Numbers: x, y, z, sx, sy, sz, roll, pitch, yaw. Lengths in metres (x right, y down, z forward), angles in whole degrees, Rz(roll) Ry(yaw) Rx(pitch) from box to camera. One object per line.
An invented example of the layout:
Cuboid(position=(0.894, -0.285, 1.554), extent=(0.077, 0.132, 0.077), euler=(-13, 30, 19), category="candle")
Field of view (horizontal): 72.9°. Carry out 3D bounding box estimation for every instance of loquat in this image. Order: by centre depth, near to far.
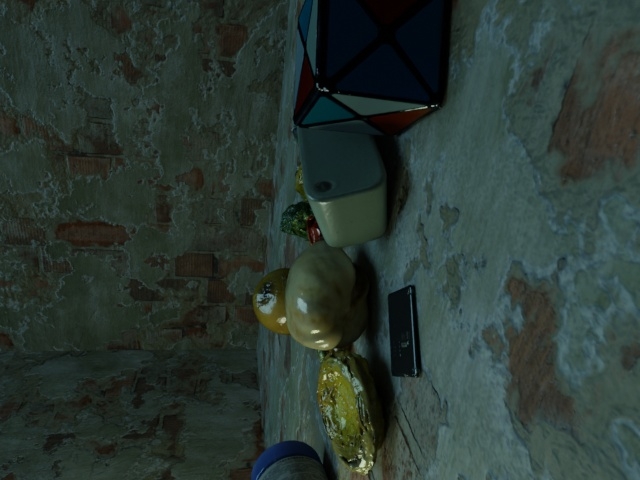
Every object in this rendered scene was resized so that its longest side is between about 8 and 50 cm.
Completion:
Cuboid(position=(-0.134, 0.237, 1.696), extent=(0.263, 0.262, 0.263), euler=(-177, 90, -77), category="loquat")

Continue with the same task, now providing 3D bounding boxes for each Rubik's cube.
Cuboid(position=(0.087, -0.364, 0.865), extent=(0.250, 0.246, 0.249), euler=(178, 95, -77), category="Rubik's cube")

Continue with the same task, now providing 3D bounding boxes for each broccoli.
Cuboid(position=(-0.075, -0.085, 1.759), extent=(0.195, 0.156, 0.195), euler=(-50, -1, -1), category="broccoli")

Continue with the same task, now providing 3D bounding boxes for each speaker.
Cuboid(position=(0.050, -0.184, 1.080), extent=(0.184, 0.183, 0.406), euler=(72, -173, -47), category="speaker")

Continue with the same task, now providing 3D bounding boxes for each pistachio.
Cuboid(position=(0.013, 0.143, 1.142), extent=(0.229, 0.237, 0.321), euler=(52, -158, -35), category="pistachio")

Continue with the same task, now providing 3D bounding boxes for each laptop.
Cuboid(position=(0.170, 0.191, 0.904), extent=(0.129, 0.016, 0.180), euler=(131, 141, -68), category="laptop")

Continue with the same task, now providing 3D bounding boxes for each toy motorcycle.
Cuboid(position=(0.001, 0.002, 1.505), extent=(0.298, 0.089, 0.171), euler=(-110, 27, -58), category="toy motorcycle")

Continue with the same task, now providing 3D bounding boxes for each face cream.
Cuboid(position=(-0.089, 0.812, 1.382), extent=(0.225, 0.248, 0.249), euler=(-148, 62, -74), category="face cream")

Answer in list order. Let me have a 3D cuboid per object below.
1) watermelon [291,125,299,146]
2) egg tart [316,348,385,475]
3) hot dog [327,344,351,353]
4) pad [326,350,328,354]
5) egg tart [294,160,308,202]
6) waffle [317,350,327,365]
Cuboid(position=(0.009, -0.402, 1.669), extent=(0.202, 0.136, 0.207), euler=(-51, -47, -40), category="watermelon")
Cuboid(position=(0.081, 0.398, 1.040), extent=(0.290, 0.106, 0.291), euler=(178, 90, -66), category="egg tart")
Cuboid(position=(0.039, 0.273, 1.332), extent=(0.250, 0.067, 0.100), euler=(-104, 20, -53), category="hot dog")
Cuboid(position=(0.027, 0.359, 1.371), extent=(0.157, 0.003, 0.112), euler=(-109, 1, -79), category="pad")
Cuboid(position=(-0.056, -0.263, 1.815), extent=(0.212, 0.090, 0.213), euler=(-173, 90, -76), category="egg tart")
Cuboid(position=(0.012, 0.377, 1.376), extent=(0.184, 0.036, 0.169), euler=(-110, 3, -54), category="waffle")
